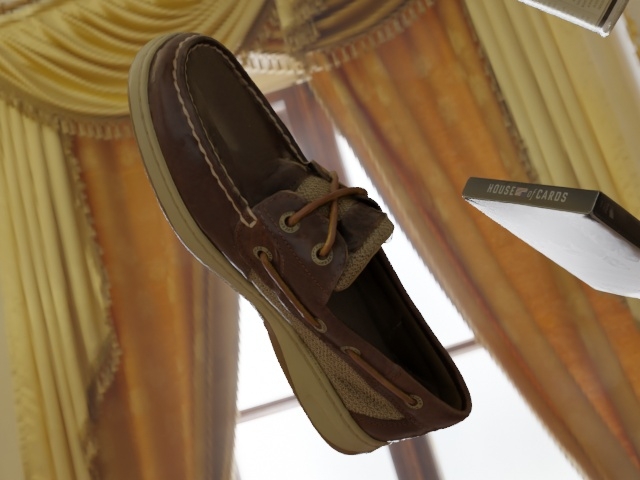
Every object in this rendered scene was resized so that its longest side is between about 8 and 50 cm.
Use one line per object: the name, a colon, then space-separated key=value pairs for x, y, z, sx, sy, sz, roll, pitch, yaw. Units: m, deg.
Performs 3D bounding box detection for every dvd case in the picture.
dvd case: x=0.282 y=0.006 z=0.937 sx=0.238 sy=0.030 sz=0.179 roll=29 pitch=-8 yaw=-31

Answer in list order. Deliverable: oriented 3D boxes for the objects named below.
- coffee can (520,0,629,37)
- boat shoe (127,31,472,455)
coffee can: x=0.273 y=-0.399 z=1.147 sx=0.275 sy=0.202 sz=0.201 roll=25 pitch=-13 yaw=7
boat shoe: x=0.000 y=0.000 z=0.635 sx=0.123 sy=0.342 sz=0.123 roll=-17 pitch=18 yaw=37
